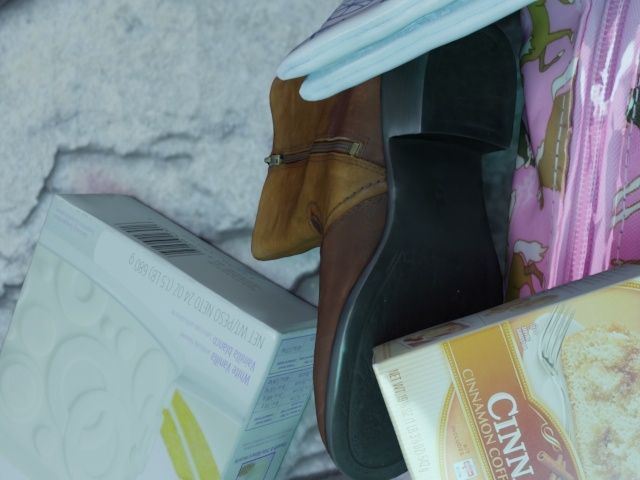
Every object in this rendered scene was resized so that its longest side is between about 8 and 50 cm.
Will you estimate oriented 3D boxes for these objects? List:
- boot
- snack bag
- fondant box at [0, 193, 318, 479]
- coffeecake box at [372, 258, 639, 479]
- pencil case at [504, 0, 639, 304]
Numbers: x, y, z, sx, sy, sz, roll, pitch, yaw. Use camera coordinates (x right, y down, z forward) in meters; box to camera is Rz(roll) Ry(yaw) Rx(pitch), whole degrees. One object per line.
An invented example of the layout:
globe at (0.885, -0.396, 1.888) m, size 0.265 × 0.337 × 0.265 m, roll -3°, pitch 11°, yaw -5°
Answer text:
boot at (0.000, 0.000, 0.648) m, size 0.280 × 0.096 × 0.264 m, roll 179°, pitch 96°, yaw -65°
snack bag at (0.169, -0.192, 0.513) m, size 0.342 × 0.323 × 0.037 m, roll -19°, pitch 109°, yaw 28°
fondant box at (-0.158, 0.158, 0.826) m, size 0.238 × 0.096 × 0.330 m, roll 29°, pitch 106°, yaw 26°
coffeecake box at (0.134, 0.091, 0.471) m, size 0.185 × 0.068 × 0.142 m, roll -19°, pitch 90°, yaw 3°
pencil case at (0.171, 0.023, 0.585) m, size 0.160 × 0.167 × 0.386 m, roll 6°, pitch 93°, yaw -12°
